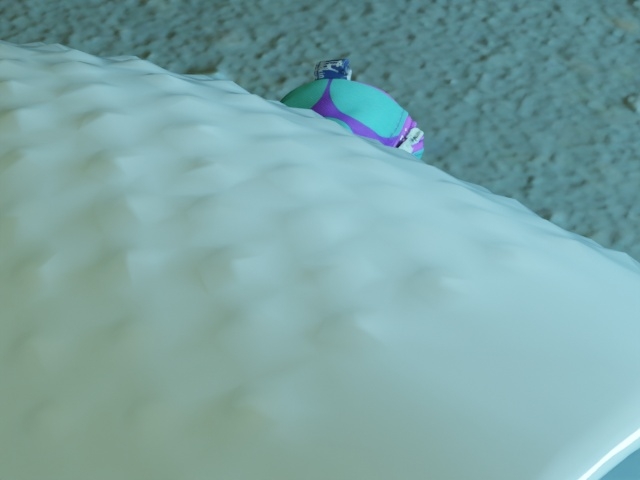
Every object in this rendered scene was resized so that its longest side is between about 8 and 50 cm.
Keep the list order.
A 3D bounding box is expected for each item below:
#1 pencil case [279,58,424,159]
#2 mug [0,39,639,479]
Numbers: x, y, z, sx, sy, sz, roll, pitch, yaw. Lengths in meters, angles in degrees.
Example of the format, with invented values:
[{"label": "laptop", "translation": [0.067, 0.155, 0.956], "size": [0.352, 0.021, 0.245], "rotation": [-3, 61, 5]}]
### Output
[{"label": "pencil case", "translation": [0.000, 0.000, 0.775], "size": [0.070, 0.064, 0.151], "rotation": [-13, 39, 24]}, {"label": "mug", "translation": [-0.090, 0.126, 0.527], "size": [0.328, 0.276, 0.374], "rotation": [29, 81, 35]}]
